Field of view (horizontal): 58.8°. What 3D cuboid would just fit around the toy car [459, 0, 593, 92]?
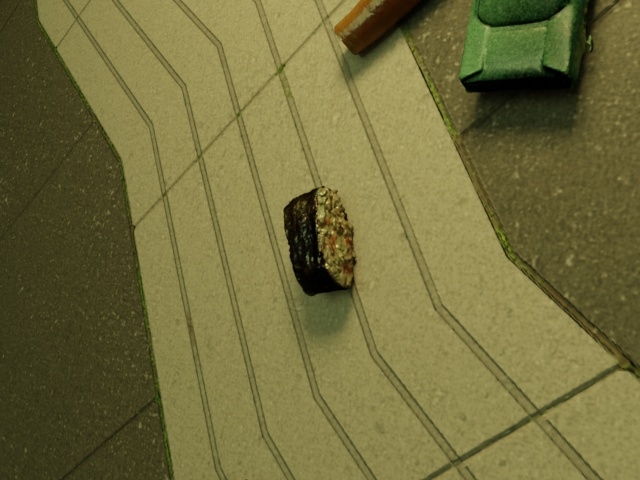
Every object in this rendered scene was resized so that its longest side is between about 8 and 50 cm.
[{"bbox_3d":[0.259,-0.336,0.671,0.141,0.097,0.321,8,85,37],"label":"toy car"}]

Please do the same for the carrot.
[{"bbox_3d":[0.117,-0.359,0.806,0.225,0.067,0.067,-39,59,25],"label":"carrot"}]

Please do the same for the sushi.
[{"bbox_3d":[0.000,0.000,0.794,0.078,0.090,0.151,-18,67,28],"label":"sushi"}]

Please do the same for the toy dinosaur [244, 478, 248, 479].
[{"bbox_3d":[-0.135,0.406,0.826,0.055,0.049,0.154,35,104,27],"label":"toy dinosaur"}]
